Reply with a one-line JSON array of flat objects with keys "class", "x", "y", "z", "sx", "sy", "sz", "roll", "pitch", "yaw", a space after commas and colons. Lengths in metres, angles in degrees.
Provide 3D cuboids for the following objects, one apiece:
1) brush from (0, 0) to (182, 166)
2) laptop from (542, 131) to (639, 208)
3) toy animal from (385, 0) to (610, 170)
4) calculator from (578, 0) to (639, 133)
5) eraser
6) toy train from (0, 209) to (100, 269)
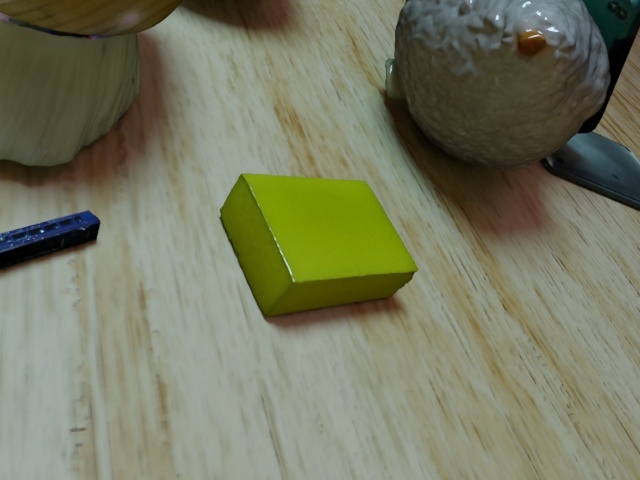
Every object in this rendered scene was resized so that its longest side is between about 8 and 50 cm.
[{"class": "brush", "x": -0.172, "y": -0.187, "z": 0.410, "sx": 0.174, "sy": 0.166, "sz": 0.267, "roll": 30, "pitch": 38, "yaw": -4}, {"class": "laptop", "x": 0.420, "y": -0.127, "z": 0.894, "sx": 0.268, "sy": 0.015, "sz": 0.188, "roll": 17, "pitch": 41, "yaw": -21}, {"class": "toy animal", "x": 0.176, "y": -0.184, "z": 0.620, "sx": 0.226, "sy": 0.188, "sz": 0.358, "roll": 40, "pitch": 6, "yaw": 5}, {"class": "calculator", "x": 0.259, "y": -0.266, "z": 0.726, "sx": 0.248, "sy": 0.274, "sz": 0.058, "roll": 37, "pitch": 79, "yaw": 24}, {"class": "eraser", "x": 0.000, "y": 0.000, "z": 0.437, "sx": 0.122, "sy": 0.045, "sz": 0.097, "roll": -3, "pitch": 52, "yaw": -39}, {"class": "toy train", "x": -0.168, "y": 0.001, "z": 0.336, "sx": 0.017, "sy": 0.017, "sz": 0.083, "roll": 46, "pitch": 39, "yaw": 17}]
